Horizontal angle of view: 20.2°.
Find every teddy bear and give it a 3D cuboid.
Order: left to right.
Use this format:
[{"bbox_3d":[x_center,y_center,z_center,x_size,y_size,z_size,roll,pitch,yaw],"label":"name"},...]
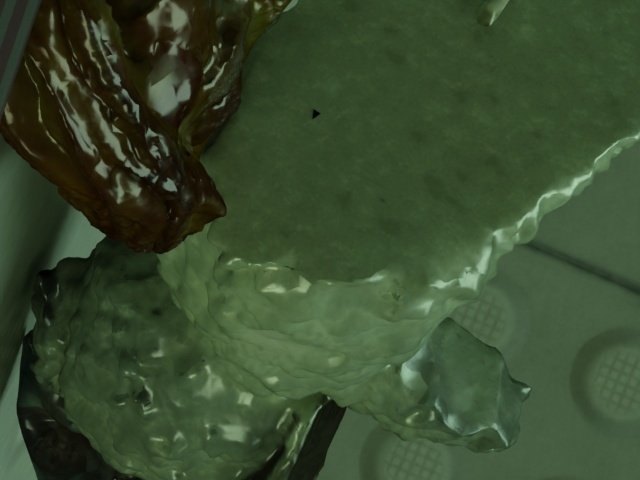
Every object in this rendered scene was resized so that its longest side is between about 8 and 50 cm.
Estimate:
[{"bbox_3d":[0.000,0.000,1.063,0.375,0.327,0.362,-44,172,-24],"label":"teddy bear"}]

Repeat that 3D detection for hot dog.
[{"bbox_3d":[-0.071,-0.086,0.773,0.259,0.114,0.175,99,14,-88],"label":"hot dog"}]

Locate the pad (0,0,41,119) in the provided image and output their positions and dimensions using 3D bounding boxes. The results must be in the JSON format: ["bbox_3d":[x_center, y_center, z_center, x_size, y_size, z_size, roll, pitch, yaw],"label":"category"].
[{"bbox_3d":[-0.124,-0.022,0.452,0.300,0.005,0.202,-44,155,-80],"label":"pad"}]
